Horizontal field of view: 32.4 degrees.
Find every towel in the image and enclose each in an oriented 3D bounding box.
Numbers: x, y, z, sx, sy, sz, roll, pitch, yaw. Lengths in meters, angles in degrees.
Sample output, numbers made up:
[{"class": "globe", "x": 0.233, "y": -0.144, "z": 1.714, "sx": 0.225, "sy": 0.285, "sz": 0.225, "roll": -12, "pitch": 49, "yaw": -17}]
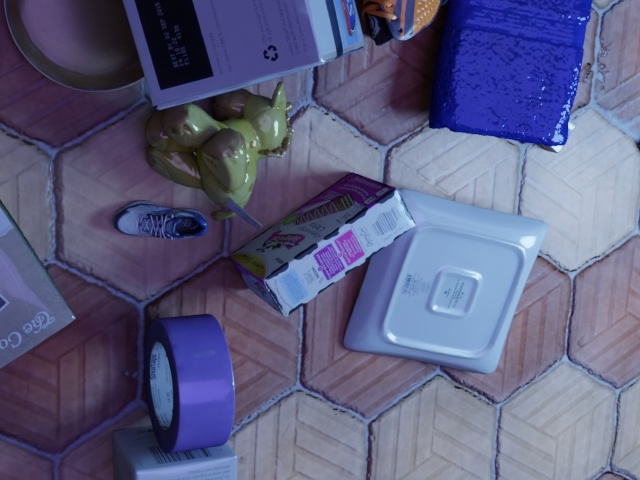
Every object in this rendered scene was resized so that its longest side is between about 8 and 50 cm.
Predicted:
[{"class": "towel", "x": 0.288, "y": -0.305, "z": 1.671, "sx": 0.227, "sy": 0.076, "sz": 0.308, "roll": 8, "pitch": 93, "yaw": -9}]

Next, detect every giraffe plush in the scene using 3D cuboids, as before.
[{"class": "giraffe plush", "x": -0.115, "y": -0.143, "z": 1.522, "sx": 0.210, "sy": 0.181, "sz": 0.170, "roll": 44, "pitch": 62, "yaw": -16}]

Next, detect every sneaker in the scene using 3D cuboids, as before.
[{"class": "sneaker", "x": -0.221, "y": -0.026, "z": 1.549, "sx": 0.135, "sy": 0.058, "sz": 0.052, "roll": -1, "pitch": 103, "yaw": -23}, {"class": "sneaker", "x": 0.054, "y": -0.362, "z": 1.547, "sx": 0.321, "sy": 0.124, "sz": 0.180, "roll": -7, "pitch": 105, "yaw": -22}]

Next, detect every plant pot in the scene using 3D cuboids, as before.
[{"class": "plant pot", "x": -0.299, "y": -0.315, "z": 1.457, "sx": 0.236, "sy": 0.032, "sz": 0.236, "roll": -6, "pitch": 104, "yaw": -23}]

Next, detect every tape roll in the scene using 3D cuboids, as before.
[{"class": "tape roll", "x": -0.187, "y": 0.199, "z": 1.548, "sx": 0.080, "sy": 0.189, "sz": 0.189, "roll": -4, "pitch": 104, "yaw": -24}]

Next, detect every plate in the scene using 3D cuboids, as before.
[{"class": "plate", "x": 0.203, "y": 0.077, "z": 1.733, "sx": 0.278, "sy": 0.045, "sz": 0.277, "roll": 12, "pitch": 107, "yaw": -19}]

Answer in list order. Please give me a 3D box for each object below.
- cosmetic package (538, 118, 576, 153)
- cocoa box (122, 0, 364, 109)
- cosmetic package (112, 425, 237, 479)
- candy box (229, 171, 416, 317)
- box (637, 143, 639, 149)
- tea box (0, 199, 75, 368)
[{"class": "cosmetic package", "x": 0.348, "y": -0.195, "z": 1.763, "sx": 0.115, "sy": 0.041, "sz": 0.060, "roll": 36, "pitch": 86, "yaw": -27}, {"class": "cocoa box", "x": -0.112, "y": -0.365, "z": 1.349, "sx": 0.231, "sy": 0.228, "sz": 0.347, "roll": -12, "pitch": 101, "yaw": 18}, {"class": "cosmetic package", "x": -0.212, "y": 0.378, "z": 1.603, "sx": 0.151, "sy": 0.151, "sz": 0.184, "roll": -3, "pitch": 104, "yaw": -22}, {"class": "candy box", "x": 0.000, "y": 0.000, "z": 1.596, "sx": 0.233, "sy": 0.159, "sz": 0.071, "roll": -36, "pitch": 113, "yaw": -12}, {"class": "box", "x": 0.630, "y": -0.138, "z": 1.908, "sx": 0.116, "sy": 0.029, "sz": 0.162, "roll": -41, "pitch": 114, "yaw": -8}, {"class": "tea box", "x": -0.506, "y": 0.059, "z": 1.299, "sx": 0.329, "sy": 0.323, "sz": 0.220, "roll": -34, "pitch": 114, "yaw": -13}]
